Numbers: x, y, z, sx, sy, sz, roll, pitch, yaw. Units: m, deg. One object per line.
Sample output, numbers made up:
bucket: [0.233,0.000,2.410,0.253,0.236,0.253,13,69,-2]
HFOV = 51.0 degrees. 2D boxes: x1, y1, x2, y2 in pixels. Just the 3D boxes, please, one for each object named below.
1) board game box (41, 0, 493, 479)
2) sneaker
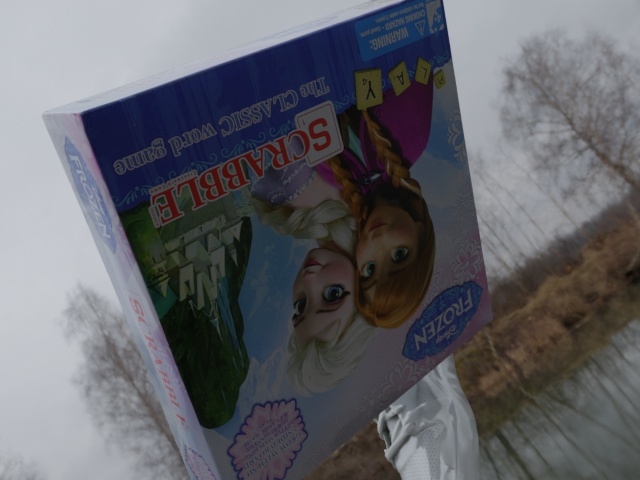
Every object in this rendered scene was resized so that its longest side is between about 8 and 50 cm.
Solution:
board game box: [0.000,0.000,0.529,0.319,0.317,0.066,-31,28,-32]
sneaker: [0.055,0.158,0.683,0.292,0.169,0.108,-93,23,-55]
